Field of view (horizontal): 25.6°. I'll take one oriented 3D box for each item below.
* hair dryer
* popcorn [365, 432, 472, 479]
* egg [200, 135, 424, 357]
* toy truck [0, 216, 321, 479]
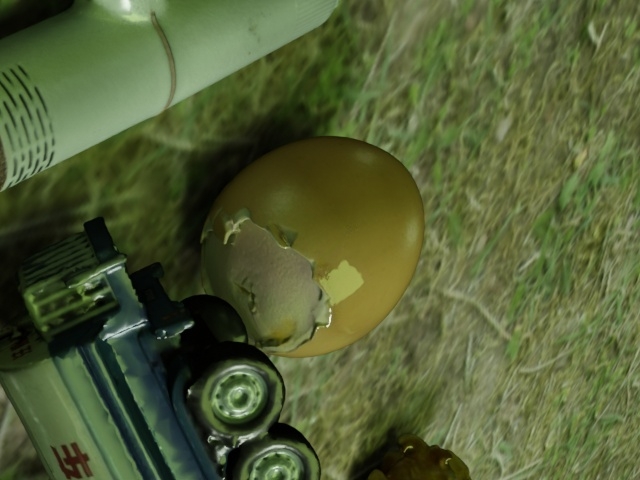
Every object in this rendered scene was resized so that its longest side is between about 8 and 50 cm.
[{"bbox_3d":[-0.055,-0.119,0.402,0.155,0.044,0.183,-35,138,-42],"label":"hair dryer"},{"bbox_3d":[0.048,0.148,0.768,0.082,0.057,0.083,-48,152,-10],"label":"popcorn"},{"bbox_3d":[0.000,0.000,0.544,0.096,0.080,0.080,-33,140,-49],"label":"egg"},{"bbox_3d":[-0.043,0.091,0.483,0.088,0.074,0.202,-26,109,-9],"label":"toy truck"}]
